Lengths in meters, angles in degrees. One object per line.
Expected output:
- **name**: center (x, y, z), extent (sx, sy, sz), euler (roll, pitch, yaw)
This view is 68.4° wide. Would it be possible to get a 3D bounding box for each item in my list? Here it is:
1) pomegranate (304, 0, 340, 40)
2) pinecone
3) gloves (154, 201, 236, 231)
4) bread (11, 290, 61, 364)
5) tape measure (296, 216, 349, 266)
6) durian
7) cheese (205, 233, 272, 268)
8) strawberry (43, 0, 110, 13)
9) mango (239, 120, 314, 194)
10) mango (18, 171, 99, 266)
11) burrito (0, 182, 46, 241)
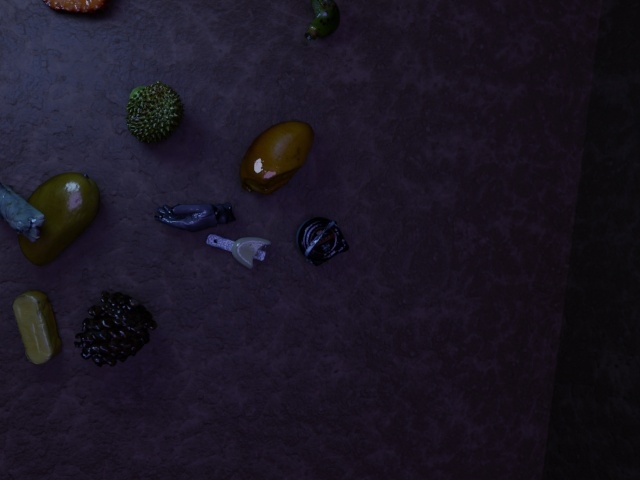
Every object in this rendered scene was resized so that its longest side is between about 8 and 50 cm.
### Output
- **pomegranate**: center (0.011, -0.829, 1.778), extent (0.123, 0.143, 0.168), euler (9, 82, -19)
- **pinecone**: center (-0.688, 0.300, 1.585), extent (0.224, 0.224, 0.272), euler (30, 104, -17)
- **gloves**: center (-0.444, -0.091, 1.686), extent (0.286, 0.142, 0.119), euler (-1, 66, -17)
- **bread**: center (-0.943, 0.289, 1.565), extent (0.102, 0.094, 0.245), euler (-14, 97, -7)
- **tape measure**: center (-0.002, -0.004, 1.842), extent (0.182, 0.107, 0.180), euler (-26, 104, -15)
- **durian**: center (-0.559, -0.422, 1.576), extent (0.200, 0.237, 0.176), euler (-43, 111, -28)
- **cheese**: center (-0.312, 0.025, 1.772), extent (0.235, 0.050, 0.127), euler (21, 88, -19)
- **strawberry**: center (-0.793, -0.835, 1.549), extent (0.237, 0.111, 0.190), euler (-17, 110, 7)
- **mango**: center (-0.148, -0.316, 1.739), extent (0.350, 0.201, 0.199), euler (-53, 135, -17)
- **mango**: center (-0.865, -0.085, 1.540), extent (0.331, 0.142, 0.195), euler (-45, 91, -1)
- **burrito**: center (-0.954, -0.093, 1.464), extent (0.096, 0.309, 0.066), euler (-61, 150, 2)
